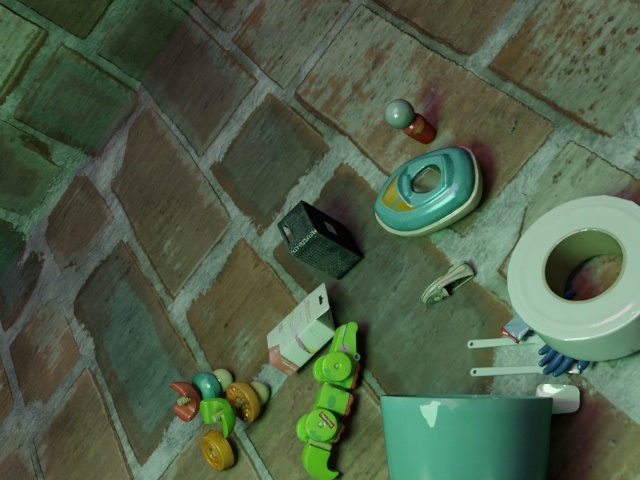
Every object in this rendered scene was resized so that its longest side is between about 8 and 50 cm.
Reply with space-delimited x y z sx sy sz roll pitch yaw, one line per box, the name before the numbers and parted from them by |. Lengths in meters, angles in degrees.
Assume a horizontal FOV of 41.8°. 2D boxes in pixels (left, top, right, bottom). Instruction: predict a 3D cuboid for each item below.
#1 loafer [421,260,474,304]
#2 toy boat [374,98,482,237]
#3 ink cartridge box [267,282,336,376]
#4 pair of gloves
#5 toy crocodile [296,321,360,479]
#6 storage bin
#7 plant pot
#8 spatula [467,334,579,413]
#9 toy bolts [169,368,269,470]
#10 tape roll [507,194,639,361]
loafer | 0.263 0.094 1.738 0.125 0.045 0.039 -44 51 14
toy boat | 0.213 -0.163 1.849 0.267 0.148 0.318 -28 51 31
ink cartridge box | -0.032 0.203 1.923 0.198 0.067 0.115 -45 25 18
pair of gloves | 0.433 0.157 1.537 0.159 0.023 0.198 -47 43 4
toy crocodile | 0.026 0.338 1.792 0.115 0.105 0.340 127 161 -67
storage bin | 0.000 0.000 1.941 0.084 0.180 0.122 -43 45 17
plant pot | 0.248 0.382 1.425 0.293 0.293 0.235 -9 77 41
spatula | 0.372 0.245 1.566 0.242 0.019 0.168 -12 61 40
toy bolts | -0.231 0.407 2.017 0.228 0.158 0.218 27 128 39
tape roll | 0.479 0.064 1.475 0.286 0.100 0.286 -22 48 27
